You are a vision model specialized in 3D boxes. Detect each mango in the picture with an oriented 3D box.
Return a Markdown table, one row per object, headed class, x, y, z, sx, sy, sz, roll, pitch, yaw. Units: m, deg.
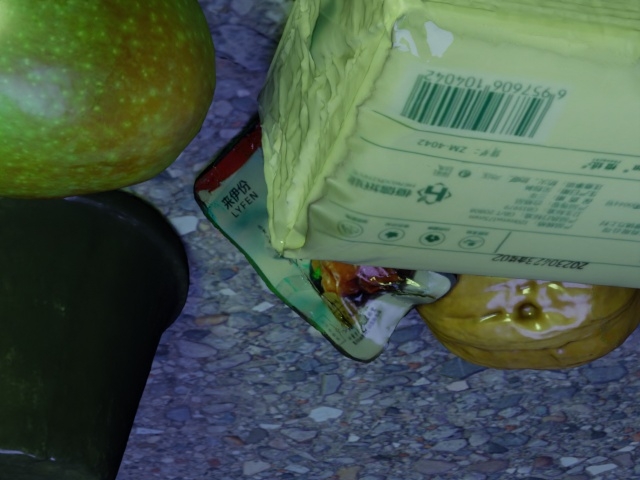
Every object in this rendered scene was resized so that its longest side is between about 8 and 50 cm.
| class | x | y | z | sx | sy | sz | roll | pitch | yaw |
| --- | --- | --- | --- | --- | --- | --- | --- | --- | --- |
| mango | -0.252 | -0.147 | 0.944 | 0.381 | 0.201 | 0.225 | 17 | 157 | -12 |

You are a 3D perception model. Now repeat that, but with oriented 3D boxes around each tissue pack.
| class | x | y | z | sx | sy | sz | roll | pitch | yaw |
| --- | --- | --- | --- | --- | --- | --- | --- | --- | --- |
| tissue pack | 0.169 | -0.110 | 1.044 | 0.380 | 0.207 | 0.297 | 6 | 144 | -18 |

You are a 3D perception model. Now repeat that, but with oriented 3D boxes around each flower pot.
| class | x | y | z | sx | sy | sz | roll | pitch | yaw |
| --- | --- | --- | --- | --- | --- | --- | --- | --- | --- |
| flower pot | -0.295 | 0.127 | 1.323 | 0.379 | 0.251 | 0.379 | -4 | 146 | -3 |

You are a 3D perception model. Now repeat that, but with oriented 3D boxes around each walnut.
| class | x | y | z | sx | sy | sz | roll | pitch | yaw |
| --- | --- | --- | --- | --- | --- | --- | --- | --- | --- |
| walnut | 0.186 | 0.027 | 1.289 | 0.221 | 0.195 | 0.195 | -9 | 148 | 9 |

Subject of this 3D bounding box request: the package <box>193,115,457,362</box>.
| class | x | y | z | sx | sy | sz | roll | pitch | yaw |
| --- | --- | --- | --- | --- | --- | --- | --- | --- | --- |
| package | 0.000 | 0.000 | 1.240 | 0.232 | 0.040 | 0.166 | 47 | 130 | -5 |
